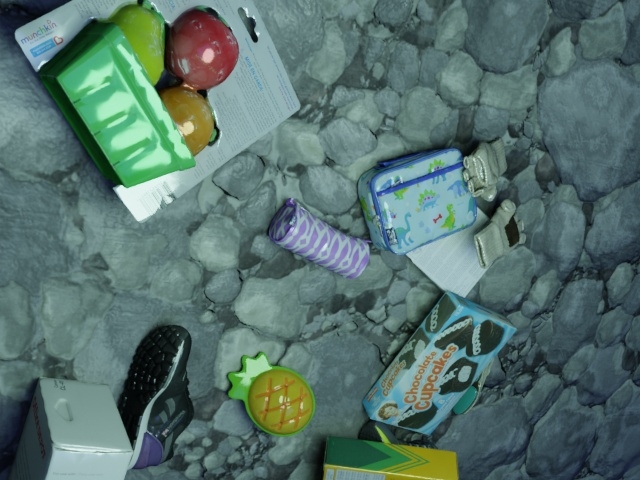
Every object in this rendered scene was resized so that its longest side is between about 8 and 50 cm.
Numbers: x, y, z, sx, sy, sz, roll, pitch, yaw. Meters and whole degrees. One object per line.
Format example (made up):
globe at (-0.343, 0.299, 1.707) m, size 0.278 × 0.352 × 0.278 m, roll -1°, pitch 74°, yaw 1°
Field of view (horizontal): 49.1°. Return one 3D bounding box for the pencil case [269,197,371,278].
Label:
pencil case at (0.000, 0.000, 1.310) m, size 0.206 × 0.086 × 0.088 m, roll 29°, pitch 70°, yaw -34°

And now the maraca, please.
maraca at (-0.094, 0.300, 1.364) m, size 0.186 × 0.099 × 0.127 m, roll 41°, pitch 76°, yaw -8°

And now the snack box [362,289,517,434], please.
snack box at (0.254, 0.272, 1.513) m, size 0.187 × 0.060 × 0.322 m, roll 23°, pitch 110°, yaw -32°

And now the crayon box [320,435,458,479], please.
crayon box at (0.160, 0.524, 1.472) m, size 0.323 × 0.083 × 0.203 m, roll 8°, pitch 125°, yaw 1°

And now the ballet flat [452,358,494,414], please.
ballet flat at (0.363, 0.335, 1.637) m, size 0.052 × 0.057 × 0.168 m, roll 16°, pitch 101°, yaw -41°

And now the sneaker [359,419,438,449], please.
sneaker at (0.197, 0.491, 1.591) m, size 0.300 × 0.111 × 0.121 m, roll 52°, pitch 56°, yaw -27°

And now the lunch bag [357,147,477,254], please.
lunch bag at (0.188, -0.081, 1.361) m, size 0.219 × 0.090 × 0.176 m, roll -19°, pitch 102°, yaw -20°

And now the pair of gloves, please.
pair of gloves at (0.351, -0.082, 1.404) m, size 0.204 × 0.042 × 0.240 m, roll -22°, pitch 103°, yaw -53°

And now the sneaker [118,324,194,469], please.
sneaker at (-0.281, 0.281, 1.270) m, size 0.124 × 0.107 × 0.283 m, roll 14°, pitch 106°, yaw -46°

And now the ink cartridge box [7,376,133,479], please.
ink cartridge box at (-0.429, 0.415, 1.151) m, size 0.131 × 0.226 × 0.306 m, roll 15°, pitch 101°, yaw -31°

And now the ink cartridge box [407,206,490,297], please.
ink cartridge box at (0.265, -0.006, 1.475) m, size 0.225 × 0.056 × 0.181 m, roll 40°, pitch 87°, yaw -14°

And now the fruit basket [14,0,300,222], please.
fruit basket at (-0.227, -0.255, 1.079) m, size 0.353 × 0.165 × 0.327 m, roll -43°, pitch 124°, yaw -26°
